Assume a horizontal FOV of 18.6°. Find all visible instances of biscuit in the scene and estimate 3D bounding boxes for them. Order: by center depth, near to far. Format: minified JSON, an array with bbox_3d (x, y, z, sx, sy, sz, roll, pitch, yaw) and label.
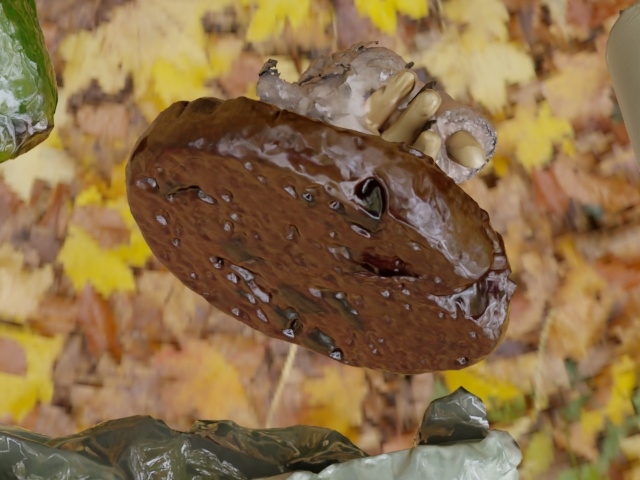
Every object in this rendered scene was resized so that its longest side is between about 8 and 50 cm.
[{"bbox_3d":[0.000,0.000,0.901,0.192,0.049,0.192,20,150,12],"label":"biscuit"}]

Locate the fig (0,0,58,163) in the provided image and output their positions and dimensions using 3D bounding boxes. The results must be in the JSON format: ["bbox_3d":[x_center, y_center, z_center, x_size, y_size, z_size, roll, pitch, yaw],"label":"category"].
[{"bbox_3d":[-0.122,-0.081,0.455,0.123,0.123,0.156,-43,78,17],"label":"fig"}]

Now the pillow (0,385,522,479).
[{"bbox_3d":[-0.074,0.184,0.585,0.283,0.138,0.310,0,104,8],"label":"pillow"}]

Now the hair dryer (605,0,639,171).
[{"bbox_3d":[0.192,-0.127,0.888,0.073,0.131,0.236,5,126,-6],"label":"hair dryer"}]

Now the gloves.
[{"bbox_3d":[0.023,-0.051,0.983,0.110,0.144,0.094,40,97,6],"label":"gloves"}]
